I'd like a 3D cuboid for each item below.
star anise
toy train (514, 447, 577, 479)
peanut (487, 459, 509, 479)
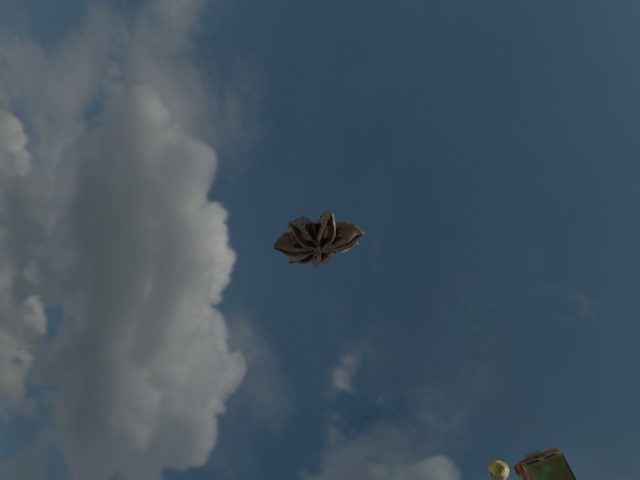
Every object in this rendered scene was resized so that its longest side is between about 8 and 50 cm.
[{"bbox_3d":[-0.014,-0.004,1.255,0.212,0.197,0.073,-27,-127,30],"label":"star anise"},{"bbox_3d":[0.368,0.410,0.807,0.072,0.099,0.188,-19,-124,-3],"label":"toy train"},{"bbox_3d":[0.313,0.407,0.943,0.037,0.083,0.037,-6,-116,13],"label":"peanut"}]
